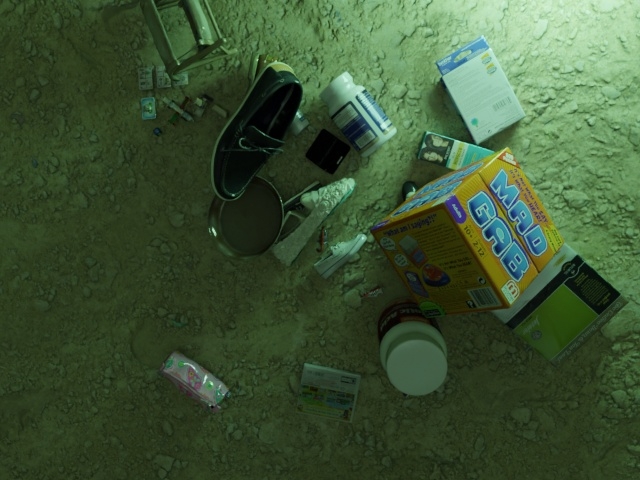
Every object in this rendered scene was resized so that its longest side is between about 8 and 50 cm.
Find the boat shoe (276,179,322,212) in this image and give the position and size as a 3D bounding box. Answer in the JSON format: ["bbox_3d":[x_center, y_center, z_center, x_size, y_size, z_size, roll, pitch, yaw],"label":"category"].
[{"bbox_3d":[-0.075,-0.136,1.907,0.206,0.075,0.065,-35,96,4],"label":"boat shoe"}]

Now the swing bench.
[{"bbox_3d":[-0.454,-0.709,1.766,0.255,0.165,0.253,-22,93,8],"label":"swing bench"}]

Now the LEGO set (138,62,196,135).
[{"bbox_3d":[-0.549,-0.500,1.896,0.182,0.060,0.244,-5,89,5],"label":"LEGO set"}]

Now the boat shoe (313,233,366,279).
[{"bbox_3d":[0.067,0.046,1.926,0.076,0.083,0.226,44,102,-6],"label":"boat shoe"}]

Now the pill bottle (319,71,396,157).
[{"bbox_3d":[0.124,-0.427,1.794,0.153,0.153,0.264,-37,96,10],"label":"pill bottle"}]

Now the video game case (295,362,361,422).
[{"bbox_3d":[0.030,0.597,2.068,0.227,0.026,0.206,10,102,1],"label":"video game case"}]

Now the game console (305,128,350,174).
[{"bbox_3d":[0.027,-0.318,1.895,0.107,0.071,0.122,27,105,-32],"label":"game console"}]

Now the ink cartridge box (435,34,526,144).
[{"bbox_3d":[0.537,-0.507,1.793,0.186,0.065,0.311,-29,100,9],"label":"ink cartridge box"}]

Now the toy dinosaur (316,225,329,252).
[{"bbox_3d":[0.000,0.000,1.934,0.047,0.090,0.082,5,70,19],"label":"toy dinosaur"}]

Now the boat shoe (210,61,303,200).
[{"bbox_3d":[-0.214,-0.344,1.754,0.187,0.156,0.500,18,109,-43],"label":"boat shoe"}]

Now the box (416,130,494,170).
[{"bbox_3d":[0.467,-0.298,1.839,0.244,0.060,0.100,17,102,1],"label":"box"}]

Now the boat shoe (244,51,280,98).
[{"bbox_3d":[-0.206,-0.486,1.829,0.104,0.110,0.307,10,106,-2],"label":"boat shoe"}]

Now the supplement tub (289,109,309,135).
[{"bbox_3d":[-0.096,-0.428,1.853,0.071,0.071,0.107,-41,95,11],"label":"supplement tub"}]

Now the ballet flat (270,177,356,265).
[{"bbox_3d":[-0.046,-0.080,1.857,0.147,0.147,0.409,38,110,-3],"label":"ballet flat"}]

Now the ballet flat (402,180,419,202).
[{"bbox_3d":[0.340,-0.112,1.882,0.074,0.074,0.203,-14,99,7],"label":"ballet flat"}]

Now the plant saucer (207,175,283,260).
[{"bbox_3d":[-0.263,-0.080,1.900,0.311,0.050,0.310,-2,85,22],"label":"plant saucer"}]

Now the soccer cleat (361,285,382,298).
[{"bbox_3d":[0.193,0.202,1.976,0.083,0.029,0.035,-29,93,5],"label":"soccer cleat"}]

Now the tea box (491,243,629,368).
[{"bbox_3d":[0.789,0.194,1.830,0.323,0.220,0.329,42,101,-3],"label":"tea box"}]

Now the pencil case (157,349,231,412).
[{"bbox_3d":[-0.489,0.549,2.051,0.284,0.124,0.124,39,101,-3],"label":"pencil case"}]

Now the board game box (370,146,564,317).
[{"bbox_3d":[0.458,-0.013,1.675,0.356,0.356,0.356,-38,98,-31],"label":"board game box"}]

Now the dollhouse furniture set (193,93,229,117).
[{"bbox_3d":[-0.394,-0.446,1.874,0.114,0.091,0.081,33,117,-5],"label":"dollhouse furniture set"}]

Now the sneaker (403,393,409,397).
[{"bbox_3d":[0.333,0.513,2.018,0.071,0.068,0.169,8,93,18],"label":"sneaker"}]

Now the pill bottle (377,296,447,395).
[{"bbox_3d":[0.309,0.354,1.810,0.224,0.392,0.224,1,101,4],"label":"pill bottle"}]
